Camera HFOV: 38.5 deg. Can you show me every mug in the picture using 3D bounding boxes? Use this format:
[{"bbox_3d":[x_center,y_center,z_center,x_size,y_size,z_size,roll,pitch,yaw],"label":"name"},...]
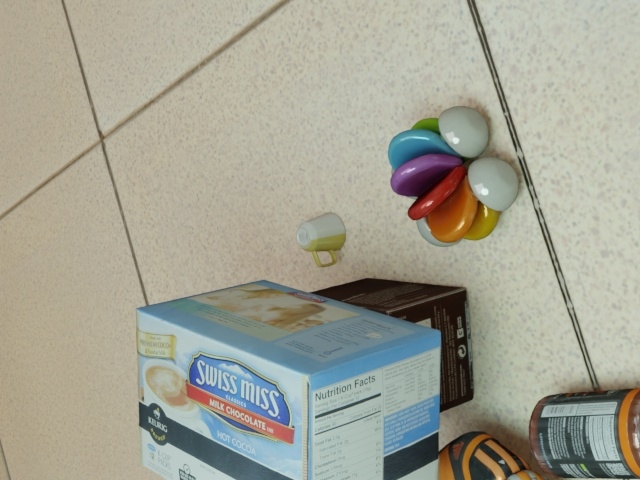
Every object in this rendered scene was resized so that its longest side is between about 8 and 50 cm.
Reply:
[{"bbox_3d":[0.000,-0.004,1.445,0.078,0.064,0.062,51,131,27],"label":"mug"}]

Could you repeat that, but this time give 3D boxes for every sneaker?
[{"bbox_3d":[0.231,0.397,1.262,0.180,0.125,0.321,-137,43,-54],"label":"sneaker"}]

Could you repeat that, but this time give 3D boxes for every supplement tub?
[{"bbox_3d":[0.353,0.228,1.081,0.198,0.106,0.106,-15,87,48],"label":"supplement tub"}]

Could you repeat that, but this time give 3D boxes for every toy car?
[{"bbox_3d":[0.154,-0.078,1.204,0.159,0.136,0.182,-42,68,45],"label":"toy car"}]

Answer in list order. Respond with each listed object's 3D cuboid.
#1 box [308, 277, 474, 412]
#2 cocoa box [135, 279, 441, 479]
[{"bbox_3d":[0.087,0.153,1.309,0.203,0.167,0.168,4,103,47],"label":"box"},{"bbox_3d":[-0.048,0.203,1.166,0.347,0.232,0.227,13,108,45],"label":"cocoa box"}]
